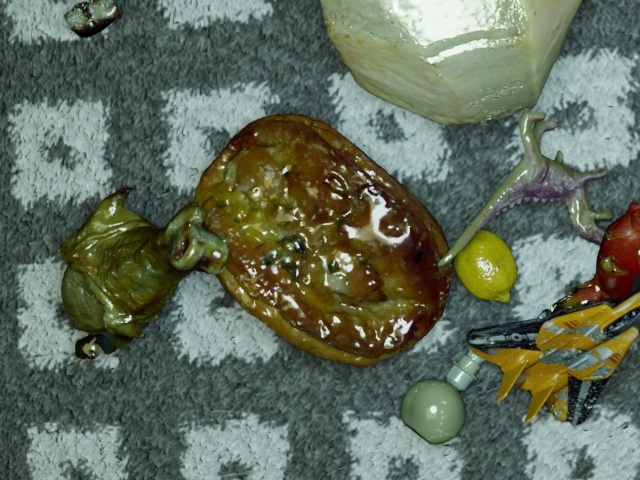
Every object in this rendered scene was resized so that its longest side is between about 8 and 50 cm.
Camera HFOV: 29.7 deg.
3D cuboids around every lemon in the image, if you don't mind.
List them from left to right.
[{"bbox_3d":[0.227,0.037,1.651,0.082,0.082,0.111,-29,85,11],"label":"lemon"}]

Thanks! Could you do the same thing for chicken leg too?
[{"bbox_3d":[-0.248,0.016,1.675,0.361,0.140,0.211,-38,68,43],"label":"chicken leg"}]

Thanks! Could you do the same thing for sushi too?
[{"bbox_3d":[-0.336,-0.331,1.784,0.083,0.044,0.046,-26,85,13],"label":"sushi"}]

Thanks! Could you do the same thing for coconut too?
[{"bbox_3d":[0.172,-0.316,1.543,0.352,0.352,0.353,0,91,12],"label":"coconut"}]

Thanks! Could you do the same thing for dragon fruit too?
[{"bbox_3d":[0.400,0.041,1.602,0.246,0.125,0.125,-38,66,20],"label":"dragon fruit"}]

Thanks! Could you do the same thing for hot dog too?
[{"bbox_3d":[0.000,0.000,1.651,0.387,0.174,0.267,42,97,9],"label":"hot dog"}]

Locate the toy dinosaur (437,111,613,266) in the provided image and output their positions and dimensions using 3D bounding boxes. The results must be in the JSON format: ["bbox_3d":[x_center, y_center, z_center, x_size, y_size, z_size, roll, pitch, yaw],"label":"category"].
[{"bbox_3d":[0.279,-0.069,1.611,0.251,0.072,0.200,-2,90,-26],"label":"toy dinosaur"}]

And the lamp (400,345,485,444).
[{"bbox_3d":[0.183,0.204,1.668,0.091,0.091,0.163,39,82,9],"label":"lamp"}]

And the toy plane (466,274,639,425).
[{"bbox_3d":[0.350,0.114,1.554,0.204,0.103,0.316,38,126,-8],"label":"toy plane"}]
